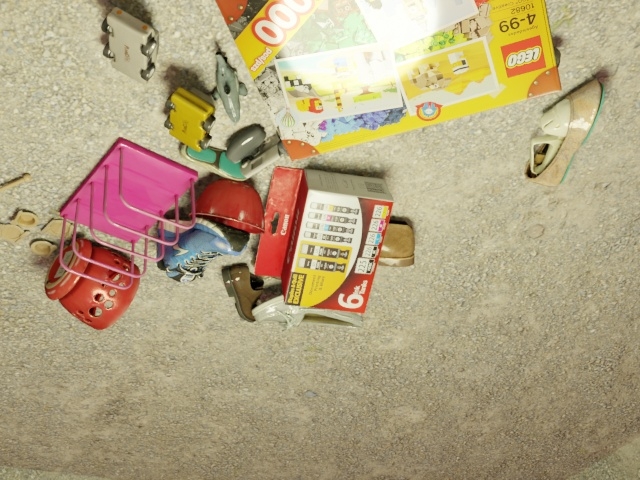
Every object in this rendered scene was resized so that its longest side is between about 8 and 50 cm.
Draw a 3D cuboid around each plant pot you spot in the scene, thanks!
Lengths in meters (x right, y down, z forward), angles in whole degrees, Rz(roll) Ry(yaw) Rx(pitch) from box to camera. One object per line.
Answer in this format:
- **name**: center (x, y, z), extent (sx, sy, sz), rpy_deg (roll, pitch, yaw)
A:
- **plant pot**: center (-0.569, 0.100, 2.094), extent (0.191, 0.191, 0.174), rpy_deg (-34, 127, 30)

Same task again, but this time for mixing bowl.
- **mixing bowl**: center (-0.204, -0.083, 1.960), extent (0.181, 0.098, 0.181), rpy_deg (13, 172, 2)

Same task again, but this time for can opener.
- **can opener**: center (-0.081, -0.232, 1.836), extent (0.283, 0.076, 0.095), rpy_deg (-31, 137, 25)

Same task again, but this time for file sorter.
- **file sorter**: center (-0.439, -0.045, 1.929), extent (0.202, 0.182, 0.290), rpy_deg (23, 133, -33)

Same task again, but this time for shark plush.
- **shark plush**: center (-0.181, -0.315, 1.720), extent (0.073, 0.067, 0.161), rpy_deg (-1, 141, -8)

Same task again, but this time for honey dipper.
- **honey dipper**: center (-0.722, -0.114, 1.922), extent (0.160, 0.030, 0.030), rpy_deg (-19, 140, 12)

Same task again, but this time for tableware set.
- **tableware set**: center (-0.688, -0.019, 2.054), extent (0.168, 0.020, 0.141), rpy_deg (22, 133, -32)

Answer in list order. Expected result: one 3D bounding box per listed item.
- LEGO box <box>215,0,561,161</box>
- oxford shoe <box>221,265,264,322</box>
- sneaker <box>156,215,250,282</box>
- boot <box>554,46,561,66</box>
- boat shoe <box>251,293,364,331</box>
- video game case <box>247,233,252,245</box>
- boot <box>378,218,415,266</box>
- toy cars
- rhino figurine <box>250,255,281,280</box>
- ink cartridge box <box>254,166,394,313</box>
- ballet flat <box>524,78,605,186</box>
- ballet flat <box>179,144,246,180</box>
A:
- **LEGO box**: center (0.122, -0.386, 1.467), extent (0.500, 0.193, 0.372), rpy_deg (-14, 133, 15)
- **oxford shoe**: center (-0.190, 0.148, 2.294), extent (0.096, 0.083, 0.227), rpy_deg (-16, 143, 1)
- **sneaker**: center (-0.278, 0.029, 1.970), extent (0.130, 0.147, 0.330), rpy_deg (17, 168, -36)
- **boot**: center (0.381, -0.413, 1.677), extent (0.246, 0.083, 0.161), rpy_deg (3, 137, -11)
- **boat shoe**: center (-0.029, 0.199, 2.316), extent (0.320, 0.103, 0.118), rpy_deg (-1, 159, -28)
- **video game case**: center (-0.231, -0.022, 2.128), extent (0.122, 0.011, 0.087), rpy_deg (6, 140, -15)
- **boot**: center (0.088, -0.002, 2.160), extent (0.305, 0.112, 0.115), rpy_deg (0, 111, -2)
- **toy cars**: center (-0.301, -0.322, 1.675), extent (0.176, 0.087, 0.394), rpy_deg (14, 154, 37)
- **rhino figurine**: center (-0.060, 0.066, 2.200), extent (0.243, 0.073, 0.106), rpy_deg (0, -179, -7)
- **ink cartridge box**: center (0.000, 0.000, 2.009), extent (0.272, 0.130, 0.309), rpy_deg (7, 117, -11)
- **ballet flat**: center (0.535, -0.233, 1.911), extent (0.106, 0.107, 0.316), rpy_deg (6, 139, -4)
- **ballet flat**: center (-0.239, -0.178, 1.909), extent (0.168, 0.057, 0.052), rpy_deg (24, 160, -28)
